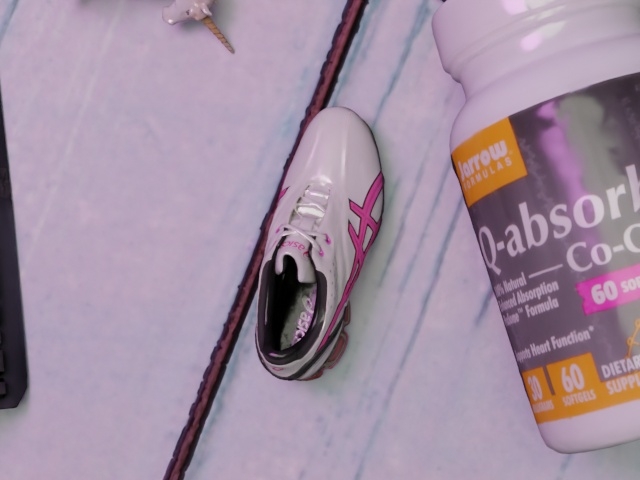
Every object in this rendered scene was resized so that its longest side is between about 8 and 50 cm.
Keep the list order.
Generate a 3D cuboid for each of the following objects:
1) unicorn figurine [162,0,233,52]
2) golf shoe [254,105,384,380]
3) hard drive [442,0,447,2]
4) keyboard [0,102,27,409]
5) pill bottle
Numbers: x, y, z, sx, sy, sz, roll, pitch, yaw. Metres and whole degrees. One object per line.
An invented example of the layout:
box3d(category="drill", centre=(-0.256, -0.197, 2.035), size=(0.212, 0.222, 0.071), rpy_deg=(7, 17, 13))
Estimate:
box3d(category="unicorn figurine", centre=(-0.134, -0.201, 0.903), size=(0.111, 0.060, 0.162), rpy_deg=(-12, 83, 8))
box3d(category="golf shoe", centre=(0.000, 0.000, 0.849), size=(0.067, 0.086, 0.186), rpy_deg=(8, 84, 11))
box3d(category="hard drive", centre=(0.115, -0.296, 0.878), size=(0.172, 0.054, 0.254), rpy_deg=(37, 90, 11))
box3d(category="keyboard", centre=(-0.290, -0.040, 0.855), size=(0.033, 0.201, 0.317), rpy_deg=(-16, 79, 45))
box3d(category="pill bottle", centre=(0.170, -0.025, 0.786), size=(0.162, 0.162, 0.278), rpy_deg=(-19, 81, 6))
